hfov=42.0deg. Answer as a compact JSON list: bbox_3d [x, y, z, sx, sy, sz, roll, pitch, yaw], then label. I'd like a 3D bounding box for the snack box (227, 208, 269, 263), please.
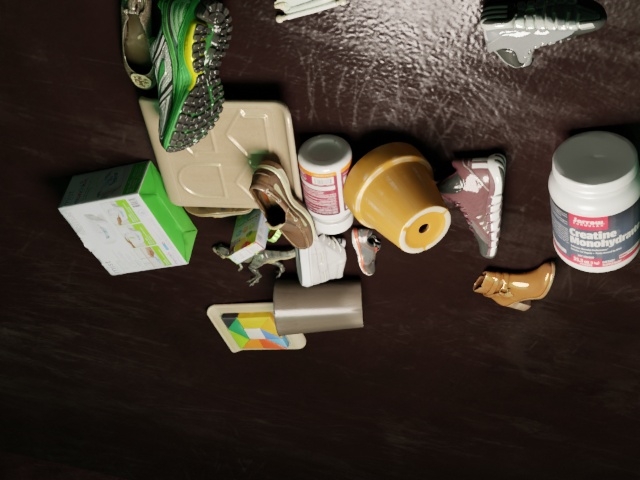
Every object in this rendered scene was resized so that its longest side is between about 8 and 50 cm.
[{"bbox_3d":[-0.171,-0.022,2.042,0.100,0.141,0.037,-27,128,34],"label":"snack box"}]

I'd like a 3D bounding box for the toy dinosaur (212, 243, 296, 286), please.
[{"bbox_3d":[-0.150,0.055,2.189,0.268,0.064,0.118,-3,131,9],"label":"toy dinosaur"}]

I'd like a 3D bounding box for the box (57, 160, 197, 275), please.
[{"bbox_3d":[-0.476,-0.048,2.080,0.231,0.126,0.262,-9,136,20],"label":"box"}]

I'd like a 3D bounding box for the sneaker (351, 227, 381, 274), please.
[{"bbox_3d":[0.126,0.029,2.110,0.065,0.061,0.158,-11,136,12],"label":"sneaker"}]

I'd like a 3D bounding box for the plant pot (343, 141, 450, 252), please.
[{"bbox_3d":[0.181,-0.079,1.821,0.205,0.188,0.205,-18,137,-18],"label":"plant pot"}]

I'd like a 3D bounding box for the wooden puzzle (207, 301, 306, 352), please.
[{"bbox_3d":[-0.186,0.259,2.433,0.239,0.044,0.221,-8,136,18],"label":"wooden puzzle"}]

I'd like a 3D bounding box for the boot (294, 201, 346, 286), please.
[{"bbox_3d":[0.000,0.000,2.092,0.124,0.095,0.258,-12,132,-11],"label":"boot"}]

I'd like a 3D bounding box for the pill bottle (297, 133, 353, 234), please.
[{"bbox_3d":[0.018,-0.124,1.908,0.121,0.121,0.221,2,138,8],"label":"pill bottle"}]

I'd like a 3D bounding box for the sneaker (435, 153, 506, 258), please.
[{"bbox_3d":[0.339,-0.084,1.925,0.163,0.106,0.281,5,128,13],"label":"sneaker"}]

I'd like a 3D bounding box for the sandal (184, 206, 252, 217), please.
[{"bbox_3d":[-0.250,-0.086,2.051,0.180,0.072,0.049,2,160,2],"label":"sandal"}]

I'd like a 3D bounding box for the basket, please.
[{"bbox_3d":[-0.001,0.173,2.221,0.227,0.154,0.204,-3,176,5],"label":"basket"}]

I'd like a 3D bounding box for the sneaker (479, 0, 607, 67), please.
[{"bbox_3d":[0.421,-0.387,1.581,0.229,0.086,0.132,5,144,20],"label":"sneaker"}]

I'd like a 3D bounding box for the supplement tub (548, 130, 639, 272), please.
[{"bbox_3d":[0.595,-0.080,1.800,0.191,0.191,0.272,-5,137,16],"label":"supplement tub"}]

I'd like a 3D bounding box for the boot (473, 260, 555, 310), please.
[{"bbox_3d":[0.491,0.102,2.117,0.153,0.073,0.197,21,135,-7],"label":"boot"}]

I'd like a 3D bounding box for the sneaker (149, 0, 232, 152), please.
[{"bbox_3d":[-0.278,-0.338,1.697,0.146,0.134,0.343,31,122,26],"label":"sneaker"}]

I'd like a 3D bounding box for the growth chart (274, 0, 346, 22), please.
[{"bbox_3d":[-0.036,-0.519,1.552,0.172,0.021,0.237,-6,136,16],"label":"growth chart"}]

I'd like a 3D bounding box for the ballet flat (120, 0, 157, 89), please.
[{"bbox_3d":[-0.374,-0.405,1.712,0.084,0.058,0.249,11,139,-1],"label":"ballet flat"}]

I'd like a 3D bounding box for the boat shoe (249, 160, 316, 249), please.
[{"bbox_3d":[-0.094,-0.058,1.887,0.095,0.095,0.257,-1,137,33],"label":"boat shoe"}]

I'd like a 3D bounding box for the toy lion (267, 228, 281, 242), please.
[{"bbox_3d":[-0.111,-0.032,2.054,0.034,0.096,0.100,26,136,-18],"label":"toy lion"}]

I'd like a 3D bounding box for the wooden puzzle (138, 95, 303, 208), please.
[{"bbox_3d":[-0.214,-0.204,1.901,0.348,0.080,0.322,6,138,11],"label":"wooden puzzle"}]
